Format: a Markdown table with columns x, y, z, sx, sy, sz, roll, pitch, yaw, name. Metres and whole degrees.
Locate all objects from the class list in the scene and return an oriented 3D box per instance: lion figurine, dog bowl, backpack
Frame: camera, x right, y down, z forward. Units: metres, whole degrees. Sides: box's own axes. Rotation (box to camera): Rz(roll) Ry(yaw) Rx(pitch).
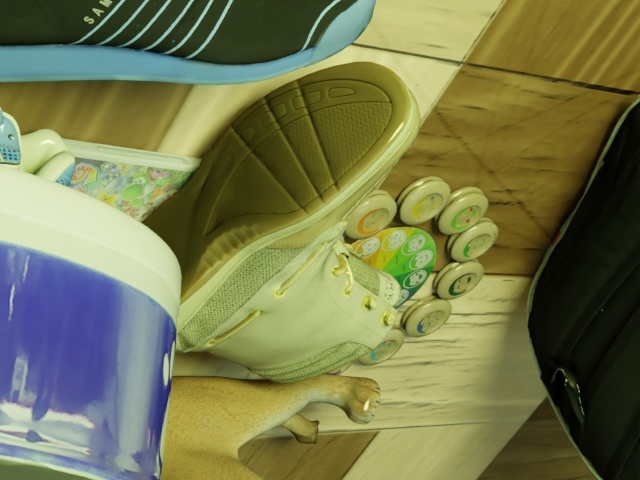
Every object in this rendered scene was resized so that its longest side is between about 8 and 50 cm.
| x | y | z | sx | sy | sz | roll | pitch | yaw | name |
| --- | --- | --- | --- | --- | --- | --- | --- | --- | --- |
| -0.056 | 0.162 | 0.818 | 0.240 | 0.392 | 0.142 | 13 | 99 | -18 | lion figurine |
| -0.192 | 0.051 | 0.596 | 0.265 | 0.104 | 0.265 | 2 | 162 | 1 | dog bowl |
| 0.256 | 0.046 | 0.961 | 0.191 | 0.225 | 0.253 | -1 | 139 | -31 | backpack |

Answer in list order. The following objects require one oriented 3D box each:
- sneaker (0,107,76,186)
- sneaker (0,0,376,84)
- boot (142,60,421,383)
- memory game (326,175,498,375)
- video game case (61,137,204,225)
| x | y | z | sx | sy | sz | roll | pitch | yaw | name |
| --- | --- | --- | --- | --- | --- | --- | --- | --- | --- |
| -0.184 | -0.048 | 0.629 | 0.081 | 0.080 | 0.211 | -43 | 155 | 4 | sneaker |
| -0.068 | -0.121 | 0.615 | 0.232 | 0.081 | 0.090 | -10 | 147 | -28 | sneaker |
| 0.000 | 0.000 | 0.805 | 0.213 | 0.077 | 0.165 | -41 | 145 | 20 | boot |
| 0.036 | 0.029 | 0.948 | 0.186 | 0.012 | 0.186 | -21 | 145 | -16 | memory game |
| -0.113 | -0.013 | 0.776 | 0.122 | 0.011 | 0.087 | 6 | 131 | -43 | video game case |
